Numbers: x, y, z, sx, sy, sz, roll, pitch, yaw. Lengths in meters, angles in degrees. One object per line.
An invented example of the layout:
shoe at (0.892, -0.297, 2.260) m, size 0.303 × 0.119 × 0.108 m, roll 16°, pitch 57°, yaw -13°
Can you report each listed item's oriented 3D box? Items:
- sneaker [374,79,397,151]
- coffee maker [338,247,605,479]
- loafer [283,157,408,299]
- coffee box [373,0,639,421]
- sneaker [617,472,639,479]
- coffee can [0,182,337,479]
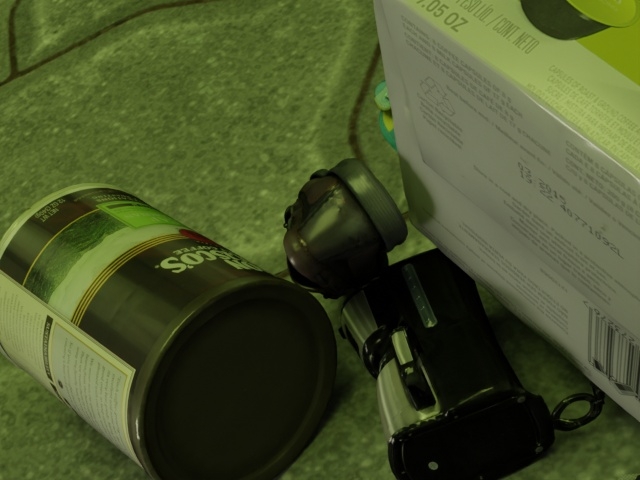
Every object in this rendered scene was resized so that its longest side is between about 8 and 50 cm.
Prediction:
sneaker at (0.158, -0.162, 1.309) m, size 0.208 × 0.127 × 0.319 m, roll -50°, pitch 6°, yaw -11°
coffee maker at (0.117, 0.103, 1.159) m, size 0.171 × 0.120 × 0.178 m, roll -4°, pitch 41°, yaw -12°
loafer at (0.000, 0.000, 1.210) m, size 0.095 × 0.109 × 0.302 m, roll -36°, pitch -3°, yaw -8°
coffee box at (0.278, -0.099, 0.987) m, size 0.334 × 0.338 × 0.338 m, roll -41°, pitch 62°, yaw -13°
sneaker at (0.273, 0.187, 0.945) m, size 0.229 × 0.132 × 0.086 m, roll -28°, pitch 41°, yaw 6°
coffee can at (-0.149, 0.083, 1.259) m, size 0.201 × 0.201 × 0.275 m, roll -47°, pitch 42°, yaw -16°
